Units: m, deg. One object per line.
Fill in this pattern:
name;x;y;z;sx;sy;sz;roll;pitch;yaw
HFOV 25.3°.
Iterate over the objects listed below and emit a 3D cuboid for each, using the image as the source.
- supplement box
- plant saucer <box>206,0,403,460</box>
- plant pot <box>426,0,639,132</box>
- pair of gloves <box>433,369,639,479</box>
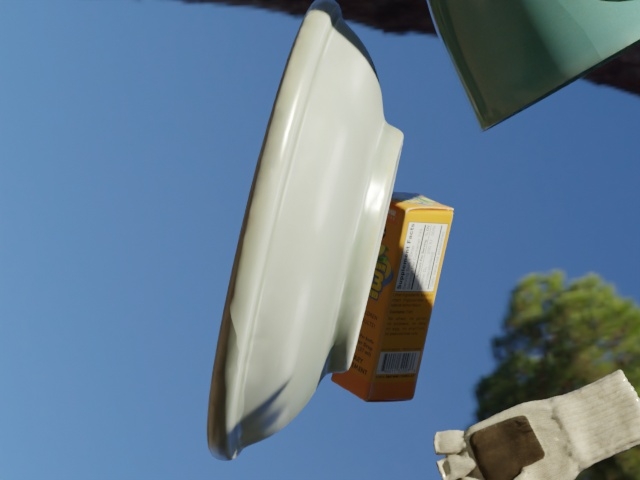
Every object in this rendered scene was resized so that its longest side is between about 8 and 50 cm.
supplement box;0.081;0.064;1.628;0.078;0.080;0.233;26;-73;51
plant saucer;0.000;0.000;1.211;0.400;0.100;0.400;14;90;-87
plant pot;0.249;-0.294;1.587;0.293;0.293;0.235;-30;-90;53
pair of gloves;0.218;0.250;1.278;0.204;0.042;0.240;-21;-119;14
